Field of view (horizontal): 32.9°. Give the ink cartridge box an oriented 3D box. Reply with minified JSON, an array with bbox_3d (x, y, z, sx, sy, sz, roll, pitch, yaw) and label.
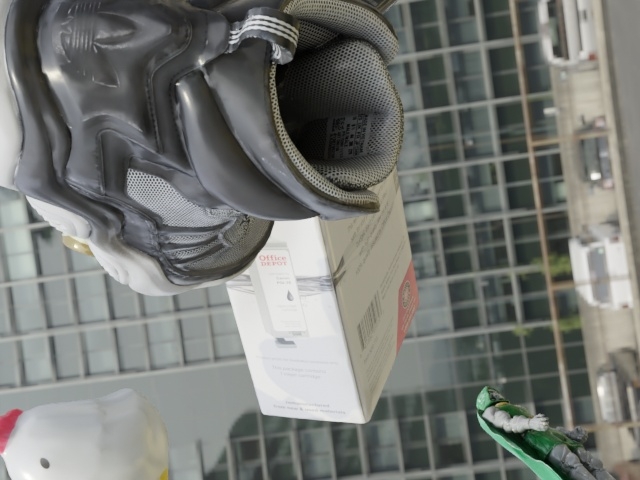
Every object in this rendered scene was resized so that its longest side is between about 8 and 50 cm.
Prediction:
[{"bbox_3d":[0.000,0.000,1.041,0.207,0.117,0.283,-58,-37,-52],"label":"ink cartridge box"}]

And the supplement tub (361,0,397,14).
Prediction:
[{"bbox_3d":[-0.018,-0.341,1.461,0.193,0.316,0.193,42,-160,-19],"label":"supplement tub"}]

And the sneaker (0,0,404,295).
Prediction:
[{"bbox_3d":[-0.034,-0.034,0.483,0.268,0.153,0.101,45,-131,-68],"label":"sneaker"}]

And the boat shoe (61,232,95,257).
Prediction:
[{"bbox_3d":[-0.182,-0.051,1.020,0.223,0.080,0.073,-80,12,-69],"label":"boat shoe"}]

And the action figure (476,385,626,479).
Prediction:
[{"bbox_3d":[0.238,0.214,1.122,0.232,0.137,0.063,32,99,51],"label":"action figure"}]

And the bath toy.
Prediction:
[{"bbox_3d":[-0.238,0.237,0.844,0.348,0.129,0.151,-51,33,37],"label":"bath toy"}]
